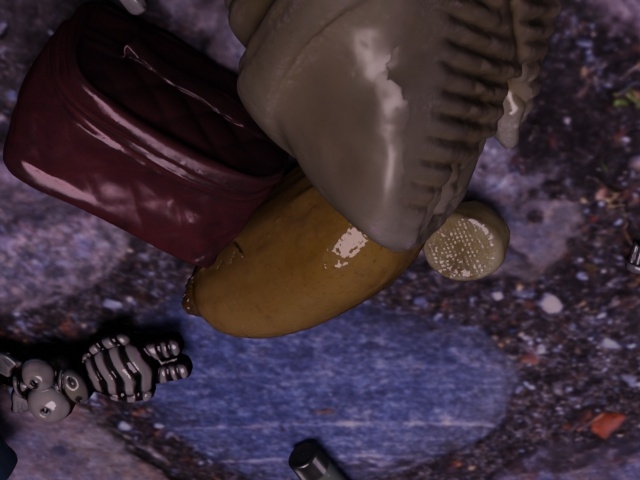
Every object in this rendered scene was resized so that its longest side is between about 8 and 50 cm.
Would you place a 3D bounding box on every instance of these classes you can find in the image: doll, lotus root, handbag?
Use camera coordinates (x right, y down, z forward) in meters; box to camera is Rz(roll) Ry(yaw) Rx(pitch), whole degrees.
[{"bbox_3d":[-0.241,0.136,1.257,0.219,0.067,0.091,-10,122,11],"label":"doll"},{"bbox_3d":[0.001,0.003,1.096,0.303,0.146,0.131,-33,114,29],"label":"lotus root"},{"bbox_3d":[-0.140,-0.091,1.028,0.225,0.146,0.135,29,126,-19],"label":"handbag"}]

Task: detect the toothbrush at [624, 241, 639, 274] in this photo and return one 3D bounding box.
[{"bbox_3d":[0.469,0.045,1.190,0.353,0.024,0.029,10,119,-5],"label":"toothbrush"}]

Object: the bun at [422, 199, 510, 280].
[{"bbox_3d":[0.136,-0.004,1.145,0.086,0.055,0.086,9,125,13],"label":"bun"}]

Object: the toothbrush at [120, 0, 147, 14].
[{"bbox_3d":[-0.228,-0.288,0.955,0.024,0.026,0.288,-8,133,41],"label":"toothbrush"}]

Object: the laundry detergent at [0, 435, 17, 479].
[{"bbox_3d":[-0.398,0.196,1.296,0.143,0.094,0.290,6,132,12],"label":"laundry detergent"}]

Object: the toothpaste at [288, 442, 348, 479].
[{"bbox_3d":[0.037,0.315,1.407,0.062,0.039,0.239,-27,125,13],"label":"toothpaste"}]

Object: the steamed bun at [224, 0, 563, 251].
[{"bbox_3d":[0.041,-0.187,0.882,0.219,0.310,0.324,19,133,25],"label":"steamed bun"}]
